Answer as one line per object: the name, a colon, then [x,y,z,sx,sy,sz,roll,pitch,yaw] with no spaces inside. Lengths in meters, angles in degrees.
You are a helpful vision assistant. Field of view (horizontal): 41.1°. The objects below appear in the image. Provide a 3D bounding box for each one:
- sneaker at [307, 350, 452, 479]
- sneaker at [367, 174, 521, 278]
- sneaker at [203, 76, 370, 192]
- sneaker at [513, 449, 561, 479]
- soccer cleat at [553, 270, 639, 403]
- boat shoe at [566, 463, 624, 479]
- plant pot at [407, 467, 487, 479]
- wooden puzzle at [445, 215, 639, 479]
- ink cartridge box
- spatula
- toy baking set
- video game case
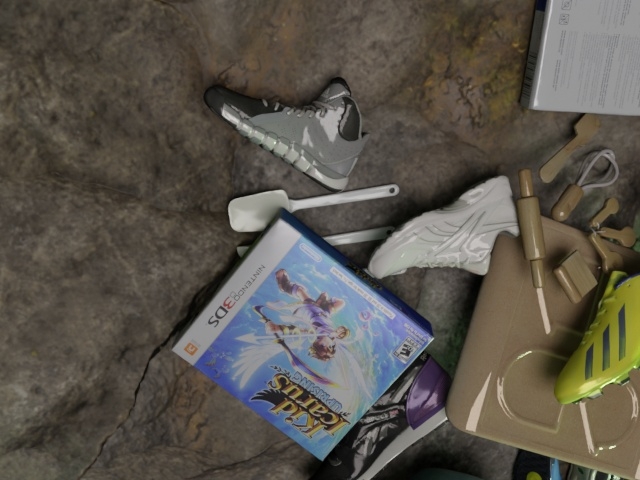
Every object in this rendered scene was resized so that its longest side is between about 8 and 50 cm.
sneaker: [0.069,0.271,1.275,0.283,0.107,0.124,-40,92,4]
sneaker: [0.178,0.006,1.165,0.232,0.090,0.115,-28,85,-2]
sneaker: [-0.031,-0.169,1.102,0.228,0.086,0.132,31,97,-29]
sneaker: [0.365,0.412,1.389,0.082,0.069,0.209,-12,106,-36]
soccer cleat: [0.415,0.111,1.180,0.289,0.093,0.121,-38,85,-11]
boat shoe: [0.453,0.347,1.368,0.079,0.084,0.233,-4,115,-14]
plant pot: [0.196,0.457,1.280,0.290,0.290,0.195,26,66,-18]
wooden puzzle: [0.375,0.157,1.251,0.347,0.080,0.322,18,85,-11]
ink cartridge box: [0.394,-0.282,1.151,0.223,0.045,0.223,2,109,-12]
spatula: [0.000,0.000,1.194,0.242,0.019,0.168,-9,110,-7]
toy baking set: [0.351,-0.045,1.191,0.196,0.030,0.256,-13,92,-28]
video game case: [-0.025,0.133,1.174,0.269,0.061,0.244,38,105,-8]
